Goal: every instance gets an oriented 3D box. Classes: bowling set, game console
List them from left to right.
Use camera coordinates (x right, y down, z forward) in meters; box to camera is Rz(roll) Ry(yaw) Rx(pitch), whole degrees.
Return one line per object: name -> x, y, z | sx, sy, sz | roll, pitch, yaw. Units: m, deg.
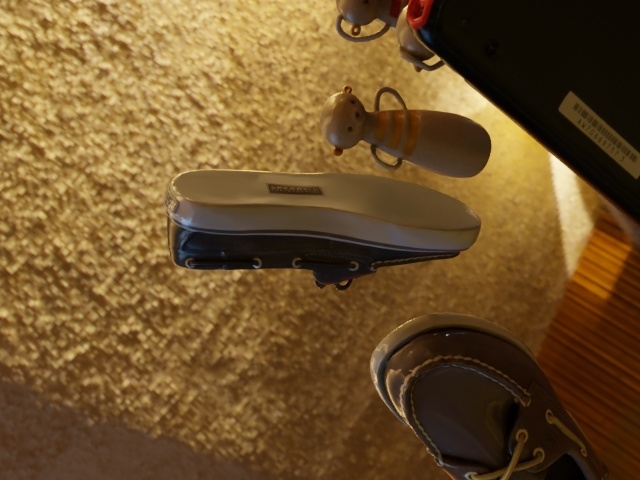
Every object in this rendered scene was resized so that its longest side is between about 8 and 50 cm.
bowling set -> 0.108, -0.211, 0.945 | 0.154, 0.200, 0.287 | 11, -110, -18
game console -> 0.274, -0.202, 0.884 | 0.386, 0.060, 0.342 | 33, -91, -32

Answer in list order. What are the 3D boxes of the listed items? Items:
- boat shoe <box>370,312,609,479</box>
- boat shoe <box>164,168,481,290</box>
boat shoe -> 0.153, 0.168, 0.928 | 0.116, 0.096, 0.324 | -35, -46, 11
boat shoe -> 0.000, 0.000, 0.832 | 0.228, 0.080, 0.076 | 2, -60, -13
